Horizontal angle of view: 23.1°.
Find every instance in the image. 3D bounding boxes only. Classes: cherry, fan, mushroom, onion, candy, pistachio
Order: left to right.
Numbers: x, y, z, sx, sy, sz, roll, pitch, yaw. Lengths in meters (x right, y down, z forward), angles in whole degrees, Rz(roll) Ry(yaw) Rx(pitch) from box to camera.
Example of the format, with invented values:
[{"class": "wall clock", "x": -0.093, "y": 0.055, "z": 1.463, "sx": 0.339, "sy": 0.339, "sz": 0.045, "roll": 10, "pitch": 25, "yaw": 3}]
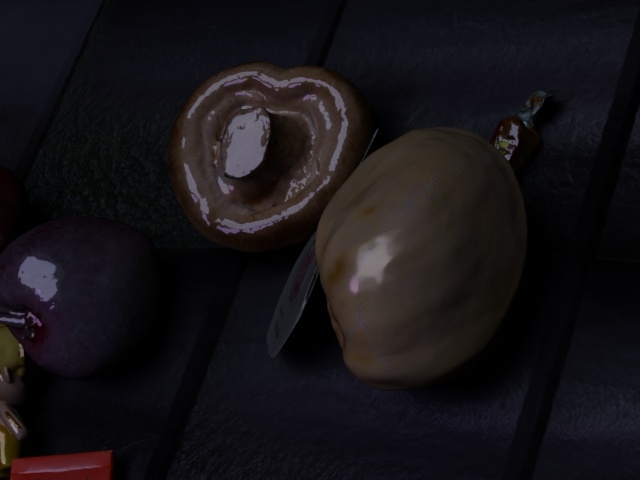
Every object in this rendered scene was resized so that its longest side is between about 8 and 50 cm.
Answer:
[{"class": "onion", "x": -0.524, "y": 0.001, "z": 2.297, "sx": 0.248, "sy": 0.161, "sz": 0.248, "roll": -18, "pitch": 42, "yaw": 17}, {"class": "cherry", "x": -0.322, "y": 0.075, "z": 2.064, "sx": 0.266, "sy": 0.213, "sz": 0.183, "roll": -34, "pitch": 2, "yaw": -25}, {"class": "mushroom", "x": -0.066, "y": -0.116, "z": 2.035, "sx": 0.278, "sy": 0.146, "sz": 0.278, "roll": -5, "pitch": 73, "yaw": 16}, {"class": "fan", "x": -0.001, "y": 0.000, "z": 1.907, "sx": 0.310, "sy": 0.010, "sz": 0.182, "roll": -64, "pitch": 12, "yaw": 12}, {"class": "pistachio", "x": 0.111, "y": 0.021, "z": 1.774, "sx": 0.238, "sy": 0.229, "sz": 0.321, "roll": 17, "pitch": 62, "yaw": 12}, {"class": "candy", "x": 0.228, "y": -0.111, "z": 1.901, "sx": 0.053, "sy": 0.046, "sz": 0.182, "roll": 22, "pitch": 77, "yaw": 45}]

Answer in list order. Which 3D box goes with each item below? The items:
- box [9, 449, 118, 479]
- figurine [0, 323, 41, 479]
[{"class": "box", "x": -0.324, "y": 0.378, "z": 1.936, "sx": 0.139, "sy": 0.035, "sz": 0.245, "roll": -6, "pitch": 54, "yaw": 5}, {"class": "figurine", "x": -0.436, "y": 0.204, "z": 2.124, "sx": 0.156, "sy": 0.131, "sz": 0.246, "roll": -52, "pitch": 41, "yaw": 46}]
